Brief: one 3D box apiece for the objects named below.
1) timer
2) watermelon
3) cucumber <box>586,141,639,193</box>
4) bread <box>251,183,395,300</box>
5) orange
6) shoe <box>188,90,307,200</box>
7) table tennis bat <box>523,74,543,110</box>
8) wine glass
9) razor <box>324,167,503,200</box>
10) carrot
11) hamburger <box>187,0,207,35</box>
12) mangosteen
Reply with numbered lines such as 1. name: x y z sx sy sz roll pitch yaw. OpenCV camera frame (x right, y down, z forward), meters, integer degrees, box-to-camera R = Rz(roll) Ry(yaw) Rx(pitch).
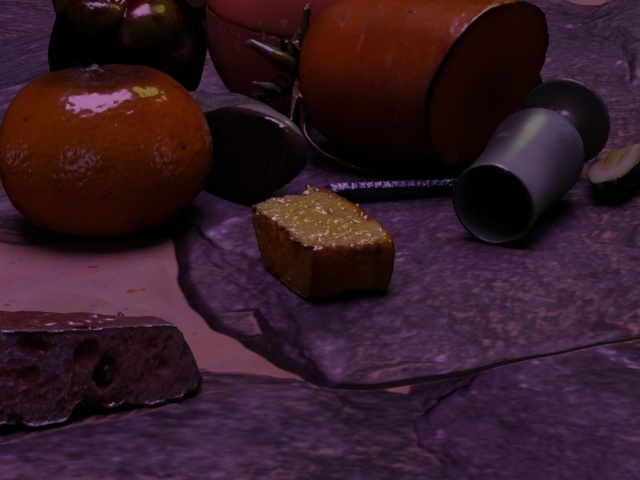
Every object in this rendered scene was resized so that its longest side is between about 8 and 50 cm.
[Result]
1. timer: -0.029 -0.272 2.056 0.229 0.215 0.230 2 26 -1
2. watermelon: -0.218 0.096 1.350 0.241 0.094 0.154 -3 12 -5
3. cucumber: 0.320 -0.069 1.758 0.067 0.035 0.107 -13 17 27
4. bread: 0.000 0.000 1.577 0.103 0.065 0.187 -14 26 -23
5. orange: -0.224 -0.100 1.701 0.224 0.170 0.224 -1 23 0
6. shoe: -0.097 -0.116 1.823 0.098 0.103 0.275 -16 25 -36
7. table tennis bat: 0.192 -0.218 1.929 0.150 0.236 0.027 20 64 18
8. wine glass: 0.218 -0.082 1.703 0.103 0.103 0.231 9 30 26
9. razor: 0.099 -0.056 1.760 0.190 0.033 0.066 -6 64 -1
10. carrot: 0.081 -0.181 1.851 0.331 0.214 0.193 15 11 39
11. hamburger: -0.168 -0.375 2.420 0.245 0.155 0.282 23 37 33
12. mangosteen: -0.237 -0.240 2.015 0.209 0.210 0.210 -2 22 1
